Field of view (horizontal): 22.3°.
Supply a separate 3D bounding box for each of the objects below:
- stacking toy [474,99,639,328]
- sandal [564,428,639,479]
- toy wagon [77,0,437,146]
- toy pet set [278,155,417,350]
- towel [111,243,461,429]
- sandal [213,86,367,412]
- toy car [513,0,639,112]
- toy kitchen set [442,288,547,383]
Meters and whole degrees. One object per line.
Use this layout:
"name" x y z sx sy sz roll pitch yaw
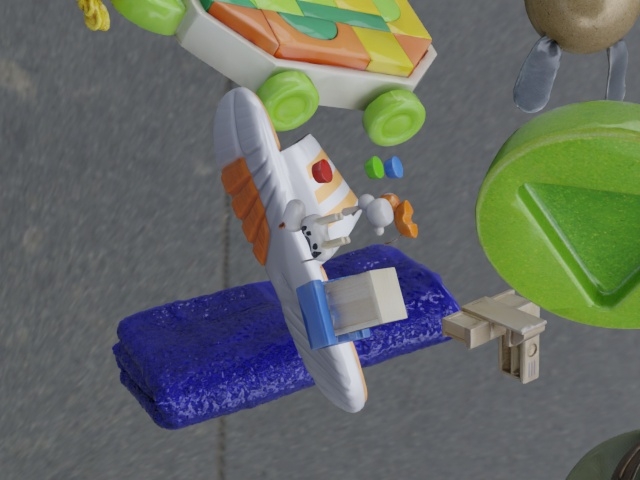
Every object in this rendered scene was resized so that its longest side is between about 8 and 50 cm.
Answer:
"stacking toy" 0.243 -0.047 0.786 0.279 0.309 0.130 27 46 -6
"sandal" 0.353 0.238 1.654 0.086 0.303 0.120 -3 66 -50
"toy wagon" -0.056 -0.207 1.463 0.344 0.068 0.267 5 42 -36
"toy pet set" 0.012 0.008 1.055 0.065 0.122 0.114 -16 85 27
"towel" -0.038 0.083 1.567 0.308 0.227 0.076 -18 104 -16
"sandal" -0.004 0.000 1.246 0.076 0.102 0.265 -26 104 -22
"toy car" 0.181 -0.188 1.185 0.155 0.149 0.188 -5 96 -27
"toy kitchen set" 0.153 0.092 1.334 0.083 0.068 0.075 -20 117 -37
